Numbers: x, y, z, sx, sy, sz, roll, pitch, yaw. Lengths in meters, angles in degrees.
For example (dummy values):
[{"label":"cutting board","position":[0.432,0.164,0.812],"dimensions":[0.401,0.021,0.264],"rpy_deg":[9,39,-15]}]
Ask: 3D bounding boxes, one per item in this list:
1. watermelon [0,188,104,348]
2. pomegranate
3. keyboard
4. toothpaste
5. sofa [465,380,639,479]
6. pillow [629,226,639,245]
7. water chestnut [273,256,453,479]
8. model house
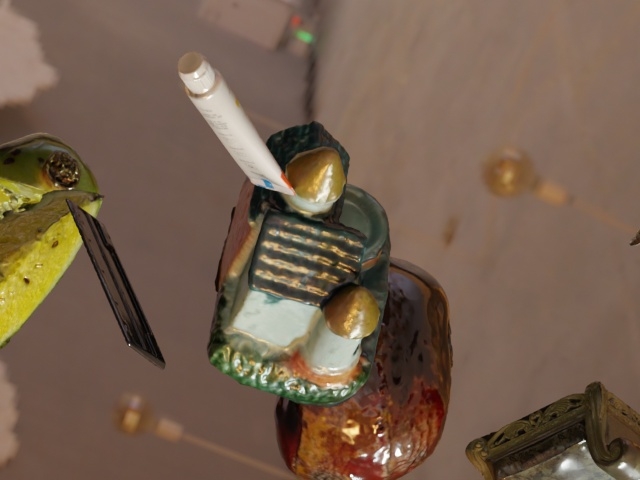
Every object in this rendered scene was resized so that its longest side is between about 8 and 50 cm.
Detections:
[{"label":"watermelon","position":[-0.334,0.045,1.840],"dimensions":[0.129,0.123,0.301],"rpy_deg":[-29,-169,46]},{"label":"pomegranate","position":[-0.328,-0.070,2.128],"dimensions":[0.169,0.143,0.122],"rpy_deg":[-53,-157,43]},{"label":"keyboard","position":[-0.202,0.042,1.782],"dimensions":[0.011,0.067,0.202],"rpy_deg":[-37,-129,10]},{"label":"toothpaste","position":[-0.070,-0.090,1.460],"dimensions":[0.031,0.048,0.190],"rpy_deg":[-63,150,-19]},{"label":"sofa","position":[0.335,0.329,2.328],"dimensions":[0.258,0.200,0.182],"rpy_deg":[-30,-139,30]},{"label":"pillow","position":[0.482,-0.054,2.230],"dimensions":[0.131,0.038,0.233],"rpy_deg":[-32,-178,-39]},{"label":"water chestnut","position":[0.025,0.174,2.433],"dimensions":[0.350,0.302,0.350],"rpy_deg":[-174,-90,-88]},{"label":"model house","position":[0.000,0.000,1.845],"dimensions":[0.291,0.184,0.253],"rpy_deg":[112,-8,-59]}]
